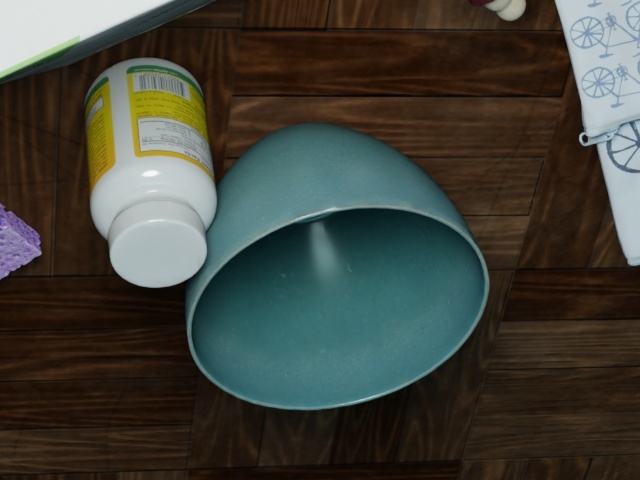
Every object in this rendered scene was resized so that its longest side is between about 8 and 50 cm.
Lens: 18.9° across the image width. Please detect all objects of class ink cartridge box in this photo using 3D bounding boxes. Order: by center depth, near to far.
[{"bbox_3d":[-0.178,-0.226,1.585,0.207,0.353,0.119,-23,95,12],"label":"ink cartridge box"}]

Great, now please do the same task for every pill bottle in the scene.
[{"bbox_3d":[-0.156,-0.061,1.773,0.117,0.208,0.118,-6,136,-6],"label":"pill bottle"}]

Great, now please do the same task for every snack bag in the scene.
[{"bbox_3d":[0.404,-0.148,1.838,0.323,0.037,0.343,-14,115,4],"label":"snack bag"}]

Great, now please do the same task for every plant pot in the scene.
[{"bbox_3d":[0.000,0.000,1.870,0.290,0.195,0.290,-8,138,-7],"label":"plant pot"}]

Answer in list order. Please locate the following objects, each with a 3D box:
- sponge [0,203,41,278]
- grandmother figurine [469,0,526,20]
[{"bbox_3d":[-0.386,-0.023,1.896,0.117,0.031,0.210,-30,133,19],"label":"sponge"},{"bbox_3d":[0.177,-0.284,1.638,0.342,0.104,0.208,0,115,-30],"label":"grandmother figurine"}]
